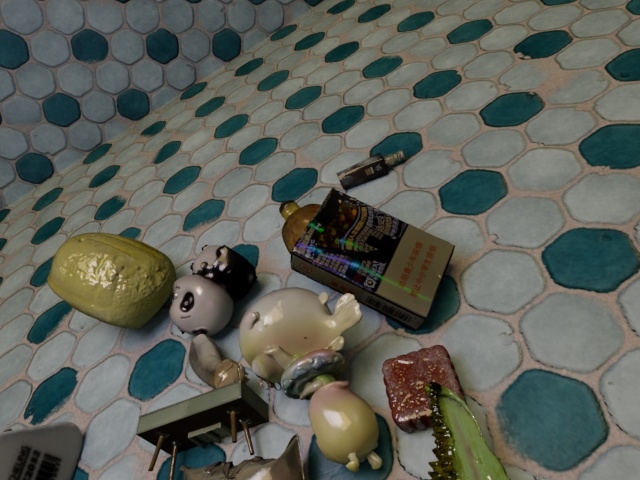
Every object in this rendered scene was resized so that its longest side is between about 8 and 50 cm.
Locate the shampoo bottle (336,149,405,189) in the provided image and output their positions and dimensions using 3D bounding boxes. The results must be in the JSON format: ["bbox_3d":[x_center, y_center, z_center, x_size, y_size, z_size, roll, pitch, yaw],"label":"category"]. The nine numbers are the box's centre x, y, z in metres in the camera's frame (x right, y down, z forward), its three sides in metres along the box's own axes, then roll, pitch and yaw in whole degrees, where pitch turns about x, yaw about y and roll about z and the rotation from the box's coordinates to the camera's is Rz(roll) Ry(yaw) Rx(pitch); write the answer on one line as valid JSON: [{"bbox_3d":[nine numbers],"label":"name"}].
[{"bbox_3d":[0.152,-0.217,1.339,0.207,0.057,0.063,-21,34,7],"label":"shampoo bottle"}]

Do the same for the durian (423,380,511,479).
[{"bbox_3d":[0.225,0.387,0.650,0.132,0.106,0.375,-2,43,-12],"label":"durian"}]

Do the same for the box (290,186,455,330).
[{"bbox_3d":[0.114,0.036,0.978,0.310,0.084,0.198,26,61,8],"label":"box"}]

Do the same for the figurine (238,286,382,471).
[{"bbox_3d":[0.003,0.241,0.858,0.274,0.226,0.394,-50,48,18],"label":"figurine"}]

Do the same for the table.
[{"bbox_3d":[-0.237,0.393,0.905,0.240,0.121,0.111,-22,42,9],"label":"table"}]

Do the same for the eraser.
[{"bbox_3d":[-0.668,0.557,0.926,0.150,0.331,0.331,-14,44,15],"label":"eraser"}]

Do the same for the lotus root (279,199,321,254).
[{"bbox_3d":[0.000,0.000,1.128,0.169,0.141,0.314,-31,57,-16],"label":"lotus root"}]

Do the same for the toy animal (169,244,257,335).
[{"bbox_3d":[-0.286,0.134,1.156,0.187,0.165,0.235,-2,45,53],"label":"toy animal"}]

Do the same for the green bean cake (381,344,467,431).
[{"bbox_3d":[0.191,0.273,0.828,0.135,0.056,0.135,-20,41,11],"label":"green bean cake"}]

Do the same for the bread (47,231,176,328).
[{"bbox_3d":[-0.574,0.101,1.255,0.320,0.320,0.237,14,76,39],"label":"bread"}]

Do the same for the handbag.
[{"bbox_3d":[-0.139,0.455,0.790,0.270,0.117,0.182,-15,46,9],"label":"handbag"}]

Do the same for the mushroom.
[{"bbox_3d":[-0.236,0.287,1.012,0.223,0.081,0.092,17,88,57],"label":"mushroom"}]
